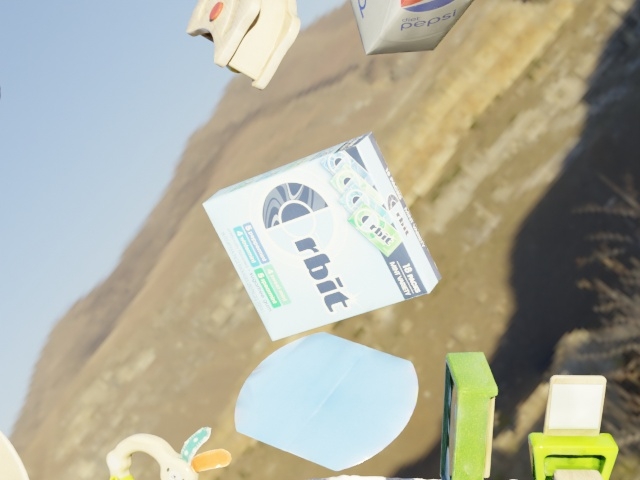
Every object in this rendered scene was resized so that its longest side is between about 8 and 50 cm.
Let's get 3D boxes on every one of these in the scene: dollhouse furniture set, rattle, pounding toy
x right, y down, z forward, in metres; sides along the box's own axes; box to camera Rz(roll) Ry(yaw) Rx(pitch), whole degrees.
[{"bbox_3d":[0.239,0.242,1.420,0.301,0.198,0.151,-100,12,-70],"label":"dollhouse furniture set"},{"bbox_3d":[-0.247,0.340,2.029,0.200,0.130,0.143,-12,-10,34],"label":"rattle"},{"bbox_3d":[-0.137,-0.322,1.933,0.154,0.155,0.269,-48,30,26],"label":"pounding toy"}]

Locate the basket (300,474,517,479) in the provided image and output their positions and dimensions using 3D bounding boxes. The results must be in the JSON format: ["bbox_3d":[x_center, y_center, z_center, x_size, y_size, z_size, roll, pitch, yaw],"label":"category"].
[{"bbox_3d":[0.093,0.487,2.096,0.331,0.328,0.266,-23,63,57],"label":"basket"}]

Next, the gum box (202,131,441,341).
[{"bbox_3d":[0.000,0.000,1.350,0.184,0.157,0.041,-19,14,31],"label":"gum box"}]

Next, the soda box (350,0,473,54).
[{"bbox_3d":[0.125,-0.308,1.505,0.091,0.098,0.286,-7,-19,-24],"label":"soda box"}]

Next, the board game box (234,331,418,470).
[{"bbox_3d":[0.009,0.152,1.281,0.133,0.169,0.033,-50,-40,-32],"label":"board game box"}]

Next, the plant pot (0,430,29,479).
[{"bbox_3d":[-0.498,0.333,1.555,0.274,0.256,0.256,-47,3,27],"label":"plant pot"}]
